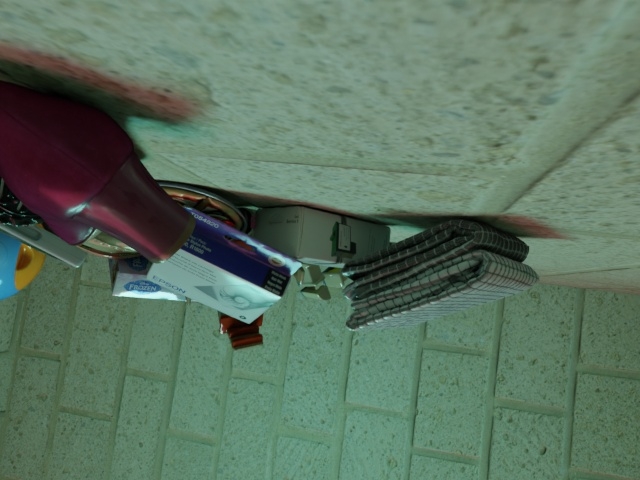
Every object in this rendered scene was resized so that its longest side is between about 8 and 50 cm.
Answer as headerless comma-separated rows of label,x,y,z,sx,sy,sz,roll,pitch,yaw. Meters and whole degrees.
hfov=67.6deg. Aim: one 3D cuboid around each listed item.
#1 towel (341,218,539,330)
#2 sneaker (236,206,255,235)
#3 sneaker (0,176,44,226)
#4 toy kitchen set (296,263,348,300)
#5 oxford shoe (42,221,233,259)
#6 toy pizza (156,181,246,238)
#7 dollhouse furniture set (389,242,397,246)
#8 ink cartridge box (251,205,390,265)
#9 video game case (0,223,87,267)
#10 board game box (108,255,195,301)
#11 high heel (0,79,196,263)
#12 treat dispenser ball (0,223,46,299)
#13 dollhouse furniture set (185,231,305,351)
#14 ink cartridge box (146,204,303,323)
towel,0.200,0.065,0.838,0.284,0.121,0.235,-27,157,33
sneaker,-0.202,-0.040,0.926,0.170,0.063,0.075,10,-176,35
sneaker,-0.497,-0.091,0.666,0.108,0.100,0.272,29,-169,38
toy kitchen set,-0.019,0.037,1.270,0.122,0.207,0.166,3,-151,43
oxford shoe,-0.365,-0.040,1.020,0.397,0.140,0.146,9,151,-30
toy pizza,-0.227,-0.039,0.817,0.201,0.032,0.201,7,158,3
dollhouse furniture set,0.217,0.052,1.321,0.091,0.081,0.114,4,175,40
ink cartridge box,0.000,0.000,0.919,0.219,0.092,0.160,10,174,-38
video game case,-0.601,-0.051,0.860,0.300,0.036,0.329,39,159,-34
board game box,-0.360,0.034,1.198,0.318,0.065,0.318,9,-154,-33
high heel,-0.271,-0.083,0.495,0.377,0.127,0.181,9,149,49
treat dispenser ball,-0.826,0.011,1.157,0.288,0.288,0.288,7,176,1
dollhouse furniture set,-0.163,0.099,1.035,0.262,0.259,0.135,-8,-141,-24
ink cartridge box,-0.176,0.056,0.841,0.223,0.045,0.224,27,142,-15
